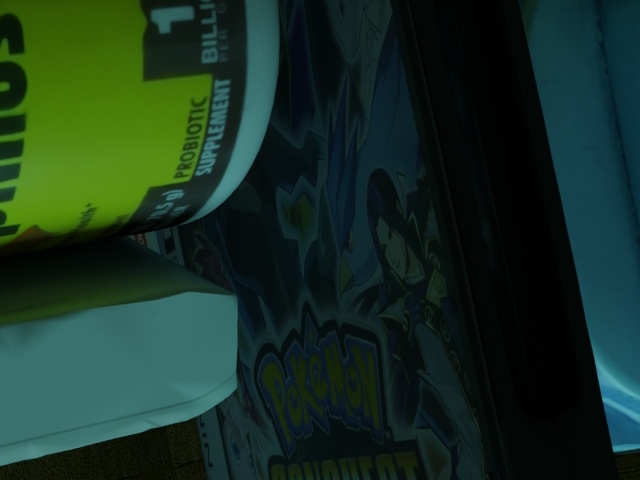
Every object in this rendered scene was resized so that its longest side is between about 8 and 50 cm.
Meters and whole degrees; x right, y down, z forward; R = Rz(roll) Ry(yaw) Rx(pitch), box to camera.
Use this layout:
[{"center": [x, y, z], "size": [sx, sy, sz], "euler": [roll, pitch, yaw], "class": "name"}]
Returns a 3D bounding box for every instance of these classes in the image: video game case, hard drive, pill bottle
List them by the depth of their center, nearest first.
[{"center": [-0.125, -0.046, 0.464], "size": [0.215, 0.117, 0.117], "euler": [-11, 175, -33], "class": "pill bottle"}, {"center": [-0.191, 0.002, 0.565], "size": [0.203, 0.040, 0.307], "euler": [-11, -159, -33], "class": "hard drive"}, {"center": [0.000, 0.000, 0.577], "size": [0.035, 0.248, 0.275], "euler": [-10, 175, -19], "class": "video game case"}]

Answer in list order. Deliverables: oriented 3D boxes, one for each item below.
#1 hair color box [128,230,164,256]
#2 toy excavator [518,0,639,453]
[{"center": [-0.071, -0.028, 1.091], "size": [0.053, 0.093, 0.167], "euler": [-16, 176, 42], "class": "hair color box"}, {"center": [0.249, -0.046, 0.687], "size": [0.433, 0.222, 0.445], "euler": [-11, -179, -43], "class": "toy excavator"}]
